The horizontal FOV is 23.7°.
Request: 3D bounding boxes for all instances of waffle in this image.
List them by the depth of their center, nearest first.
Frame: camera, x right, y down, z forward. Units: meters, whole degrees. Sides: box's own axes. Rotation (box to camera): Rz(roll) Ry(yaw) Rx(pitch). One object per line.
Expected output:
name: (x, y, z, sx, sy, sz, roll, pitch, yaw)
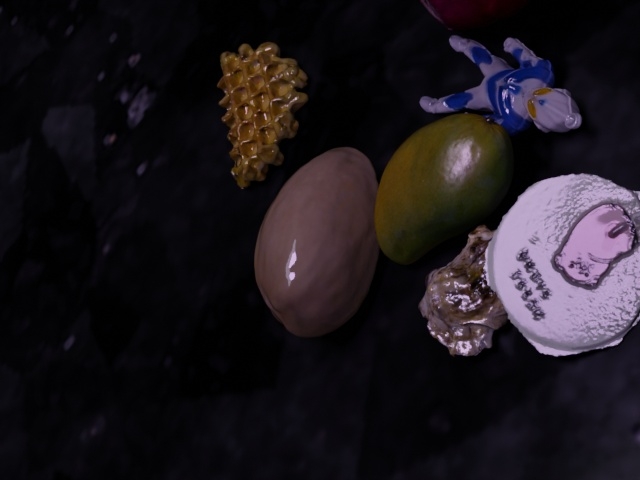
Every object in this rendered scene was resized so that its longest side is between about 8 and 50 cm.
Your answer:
waffle: (-0.087, -0.157, 1.889, 0.161, 0.046, 0.192, 7, 74, 43)

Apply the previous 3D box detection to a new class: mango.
mango: (0.122, -0.061, 1.605, 0.191, 0.085, 0.122, -32, 72, 33)

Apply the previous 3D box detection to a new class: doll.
doll: (0.200, -0.160, 1.612, 0.227, 0.057, 0.114, 27, 85, 49)

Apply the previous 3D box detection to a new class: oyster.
oyster: (0.166, 0.034, 1.540, 0.165, 0.053, 0.108, -45, 48, 5)

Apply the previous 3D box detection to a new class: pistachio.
pistachio: (0.000, 0.000, 1.679, 0.136, 0.136, 0.226, -4, 59, 42)

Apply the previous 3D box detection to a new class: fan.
fan: (0.299, -0.018, 1.451, 0.310, 0.010, 0.182, -35, 67, 17)

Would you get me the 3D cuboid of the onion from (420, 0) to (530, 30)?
onion: (0.159, -0.355, 1.641, 0.207, 0.216, 0.206, -44, 49, 7)
